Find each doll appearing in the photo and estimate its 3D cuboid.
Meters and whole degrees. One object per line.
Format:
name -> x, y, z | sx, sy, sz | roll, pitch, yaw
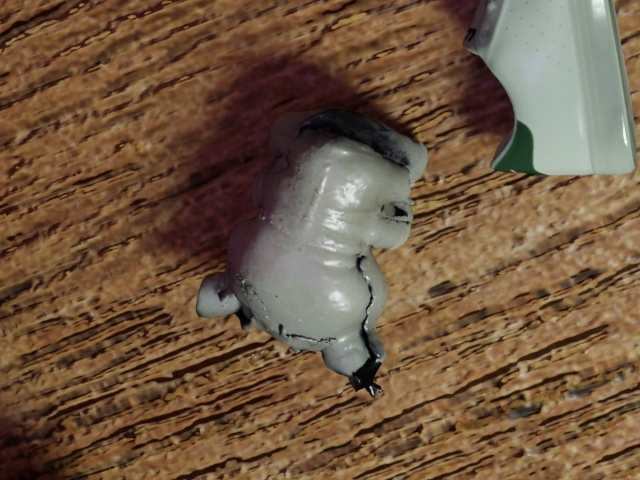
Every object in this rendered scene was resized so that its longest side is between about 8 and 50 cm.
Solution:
doll -> 0.000, 0.000, 1.292 | 0.149, 0.095, 0.192 | 18, 100, 7

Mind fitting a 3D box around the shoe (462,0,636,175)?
shoe -> 0.143, -0.165, 1.231 | 0.110, 0.095, 0.265 | -11, 99, 15
